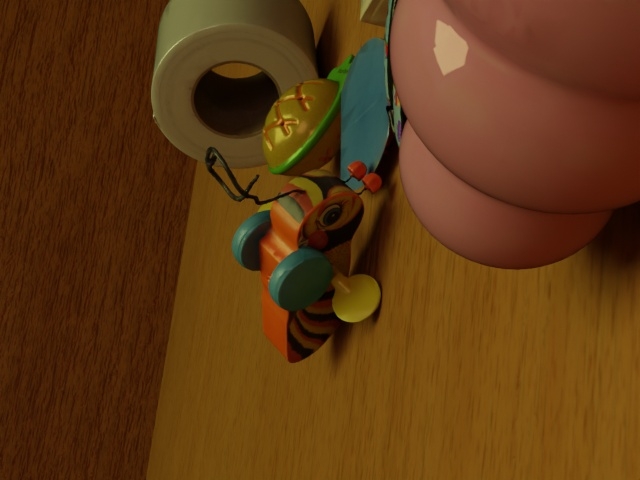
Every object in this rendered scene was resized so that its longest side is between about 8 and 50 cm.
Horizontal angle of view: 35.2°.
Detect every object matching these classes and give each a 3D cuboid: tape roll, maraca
[{"bbox_3d":[-0.124,-0.251,1.491,0.169,0.246,0.246,-97,23,-49],"label":"tape roll"},{"bbox_3d":[-0.005,-0.159,1.266,0.186,0.099,0.127,-54,23,-3],"label":"maraca"}]

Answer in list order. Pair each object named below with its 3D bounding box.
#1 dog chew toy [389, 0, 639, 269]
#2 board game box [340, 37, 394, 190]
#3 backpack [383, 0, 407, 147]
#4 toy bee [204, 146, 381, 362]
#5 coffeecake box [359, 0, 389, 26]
[{"bbox_3d":[0.126,-0.110,0.507,0.332,0.206,0.207,106,167,-49],"label":"dog chew toy"},{"bbox_3d":[0.062,-0.137,1.110,0.133,0.033,0.169,142,131,-63],"label":"board game box"},{"bbox_3d":[0.107,-0.141,0.752,0.158,0.117,0.173,-97,9,-55],"label":"backpack"},{"bbox_3d":[0.000,0.000,1.050,0.195,0.162,0.298,54,162,19],"label":"toy bee"},{"bbox_3d":[0.098,-0.332,1.032,0.142,0.068,0.185,128,150,-61],"label":"coffeecake box"}]
